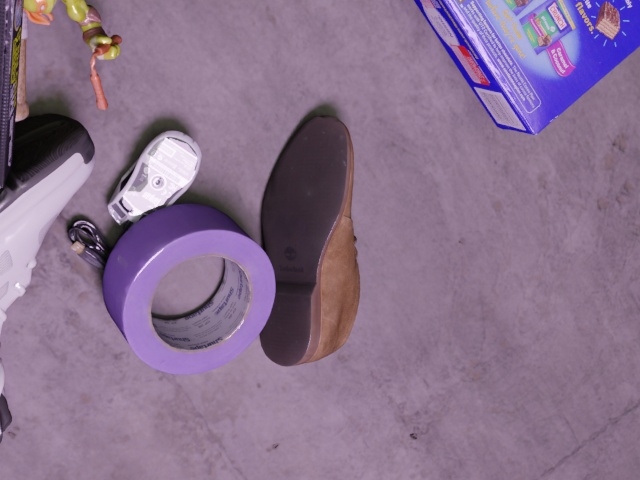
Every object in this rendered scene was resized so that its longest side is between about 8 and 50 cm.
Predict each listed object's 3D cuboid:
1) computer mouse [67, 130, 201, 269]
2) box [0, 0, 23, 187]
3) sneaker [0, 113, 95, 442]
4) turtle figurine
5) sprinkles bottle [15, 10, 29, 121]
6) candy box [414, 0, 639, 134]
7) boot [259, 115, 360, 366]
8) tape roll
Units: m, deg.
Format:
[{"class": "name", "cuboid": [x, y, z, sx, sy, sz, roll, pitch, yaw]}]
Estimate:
[{"class": "computer mouse", "cuboid": [-0.208, -0.045, 1.260, 0.106, 0.042, 0.193, 35, 97, -18]}, {"class": "box", "cuboid": [-0.424, -0.172, 1.009, 0.270, 0.060, 0.216, 9, 122, -9]}, {"class": "sneaker", "cuboid": [-0.390, 0.073, 1.195, 0.447, 0.169, 0.257, -42, 130, -9]}, {"class": "turtle figurine", "cuboid": [-0.244, -0.290, 1.119, 0.217, 0.087, 0.269, -52, 138, -29]}, {"class": "sprinkles bottle", "cuboid": [-0.358, -0.301, 1.099, 0.121, 0.121, 0.355, -1, 104, -18]}, {"class": "candy box", "cuboid": [0.288, -0.332, 1.306, 0.317, 0.122, 0.268, -39, 111, -4]}, {"class": "boot", "cuboid": [0.000, 0.000, 1.326, 0.115, 0.112, 0.305, 2, 98, -53]}, {"class": "tape roll", "cuboid": [-0.154, 0.057, 1.257, 0.189, 0.080, 0.189, -13, 120, -24]}]
